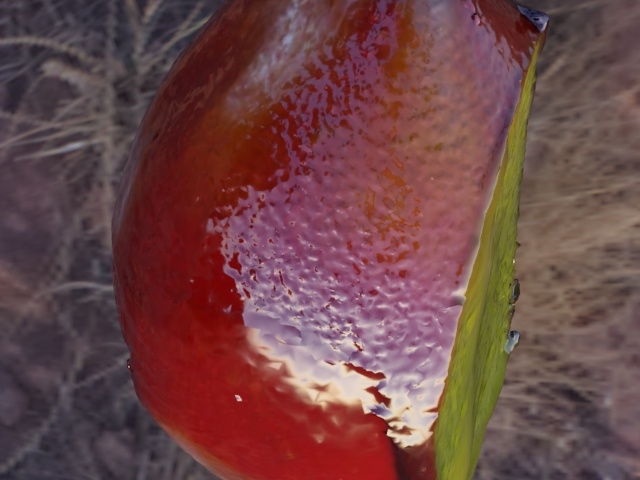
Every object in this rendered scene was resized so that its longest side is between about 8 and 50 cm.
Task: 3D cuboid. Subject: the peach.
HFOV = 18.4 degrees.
[{"bbox_3d":[-0.001,0.006,0.747,0.159,0.267,0.154,10,55,7],"label":"peach"}]
